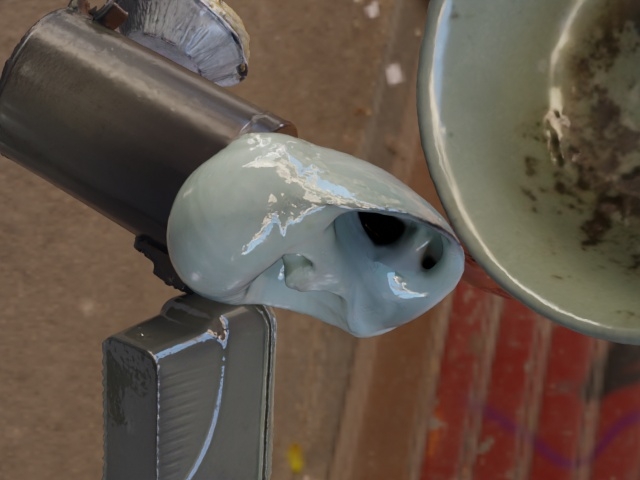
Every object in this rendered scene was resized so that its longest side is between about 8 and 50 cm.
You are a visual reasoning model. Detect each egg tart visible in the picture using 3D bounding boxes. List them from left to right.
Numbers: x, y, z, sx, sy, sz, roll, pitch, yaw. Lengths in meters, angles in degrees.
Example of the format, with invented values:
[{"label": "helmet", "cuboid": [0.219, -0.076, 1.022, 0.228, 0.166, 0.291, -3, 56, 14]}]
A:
[{"label": "egg tart", "cuboid": [-0.214, -0.292, 1.996, 0.234, 0.234, 0.094, 50, 57, -40]}]

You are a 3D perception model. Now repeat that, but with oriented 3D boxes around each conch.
[{"label": "conch", "cuboid": [-0.001, -0.006, 0.979, 0.221, 0.185, 0.121, 18, 74, -36]}]

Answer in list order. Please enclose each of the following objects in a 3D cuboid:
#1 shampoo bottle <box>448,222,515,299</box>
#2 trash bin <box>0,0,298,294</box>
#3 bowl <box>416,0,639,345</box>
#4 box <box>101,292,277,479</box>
[{"label": "shampoo bottle", "cuboid": [0.154, 0.007, 1.184, 0.244, 0.085, 0.085, 18, 71, -76]}, {"label": "trash bin", "cuboid": [-0.205, -0.113, 1.566, 0.252, 0.301, 0.203, -60, 168, -1]}, {"label": "bowl", "cuboid": [0.210, -0.089, 0.769, 0.146, 0.289, 0.289, -3, 90, -49]}, {"label": "box", "cuboid": [-0.153, 0.191, 1.574, 0.178, 0.138, 0.274, -18, 115, -47]}]
